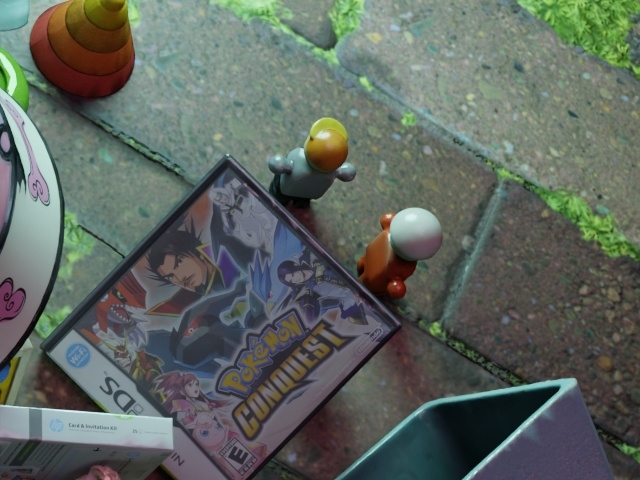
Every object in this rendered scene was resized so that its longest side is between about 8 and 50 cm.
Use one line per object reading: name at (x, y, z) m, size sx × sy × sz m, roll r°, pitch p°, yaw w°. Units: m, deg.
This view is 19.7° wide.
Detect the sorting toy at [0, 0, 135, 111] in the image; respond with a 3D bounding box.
sorting toy at (-0.333, -0.191, 1.928) m, size 0.365 × 0.126 × 0.127 m, roll -26°, pitch 79°, yaw -34°

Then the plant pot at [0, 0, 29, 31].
plant pot at (-0.417, -0.342, 1.828) m, size 0.293 × 0.196 × 0.293 m, roll 13°, pitch 17°, yaw -4°

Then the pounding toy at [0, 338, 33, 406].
pounding toy at (-0.358, 0.139, 1.757) m, size 0.141 × 0.130 × 0.100 m, roll -15°, pitch 61°, yaw -31°

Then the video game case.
video game case at (-0.100, 0.096, 1.855) m, size 0.248 × 0.035 × 0.275 m, roll 44°, pitch 92°, yaw 1°

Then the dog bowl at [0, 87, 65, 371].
dog bowl at (-0.448, -0.029, 1.673) m, size 0.408 × 0.150 × 0.408 m, roll -2°, pitch 66°, yaw 4°

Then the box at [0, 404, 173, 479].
box at (-0.250, 0.202, 1.755) m, size 0.186 × 0.145 × 0.038 m, roll 7°, pitch 63°, yaw -22°

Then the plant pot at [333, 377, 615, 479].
plant pot at (0.162, 0.319, 1.847) m, size 0.248 × 0.247 × 0.252 m, roll -36°, pitch 102°, yaw -35°

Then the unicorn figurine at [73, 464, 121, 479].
unicorn figurine at (-0.243, 0.267, 1.760) m, size 0.111 × 0.162 × 0.060 m, roll 50°, pitch 13°, yaw -2°

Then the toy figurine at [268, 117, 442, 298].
toy figurine at (0.000, 0.000, 1.975) m, size 0.209 × 0.148 × 0.213 m, roll 48°, pitch 56°, yaw 3°
